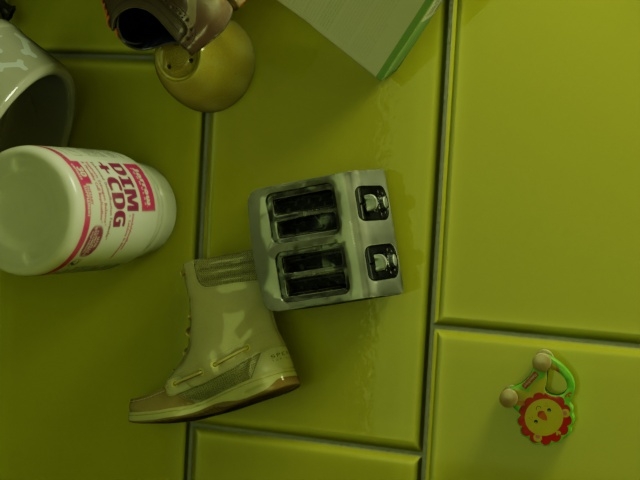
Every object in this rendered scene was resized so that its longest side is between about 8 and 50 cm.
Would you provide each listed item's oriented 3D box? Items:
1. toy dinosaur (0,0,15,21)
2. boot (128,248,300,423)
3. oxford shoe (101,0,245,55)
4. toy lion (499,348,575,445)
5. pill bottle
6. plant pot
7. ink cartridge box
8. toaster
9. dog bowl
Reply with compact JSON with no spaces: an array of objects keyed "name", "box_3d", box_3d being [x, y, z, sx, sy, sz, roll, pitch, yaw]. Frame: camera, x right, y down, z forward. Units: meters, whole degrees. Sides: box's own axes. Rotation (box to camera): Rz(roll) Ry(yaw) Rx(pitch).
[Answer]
[{"name":"toy dinosaur","box_3d":[-0.493,-0.383,1.902,0.160,0.121,0.313,24,123,0]},{"name":"boot","box_3d":[-0.162,0.132,1.844,0.262,0.095,0.203,-20,78,31]},{"name":"oxford shoe","box_3d":[-0.252,-0.328,1.791,0.364,0.130,0.132,23,78,45]},{"name":"toy lion","box_3d":[0.278,0.200,1.711,0.096,0.034,0.100,41,105,8]},{"name":"pill bottle","box_3d":[-0.309,-0.039,1.792,0.160,0.283,0.160,1,92,21]},{"name":"plant pot","box_3d":[-0.166,-0.239,1.832,0.134,0.095,0.134,1,92,21]},{"name":"ink cartridge box","box_3d":[0.034,-0.335,1.726,0.235,0.056,0.171,39,126,7]},{"name":"toaster","box_3d":[0.000,0.000,1.768,0.186,0.110,0.168,-9,87,21]},{"name":"dog bowl","box_3d":[-0.441,-0.111,1.821,0.102,0.349,0.348,26,101,9]}]
